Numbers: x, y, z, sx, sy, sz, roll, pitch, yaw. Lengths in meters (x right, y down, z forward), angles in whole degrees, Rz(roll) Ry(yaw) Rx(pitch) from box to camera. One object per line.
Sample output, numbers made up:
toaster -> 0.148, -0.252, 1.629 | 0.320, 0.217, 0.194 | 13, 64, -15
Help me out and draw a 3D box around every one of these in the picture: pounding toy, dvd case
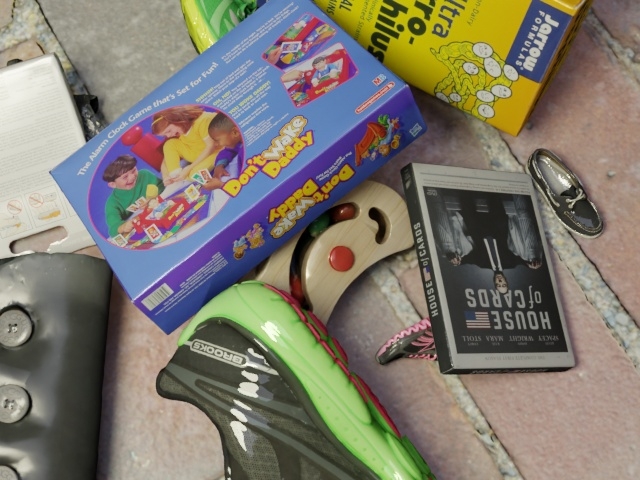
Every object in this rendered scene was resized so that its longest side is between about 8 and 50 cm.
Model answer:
pounding toy -> 0.000, 0.000, 1.233 | 0.154, 0.155, 0.269 | 27, 80, -21
dvd case -> 0.187, 0.031, 1.200 | 0.179, 0.029, 0.238 | 3, 66, -32

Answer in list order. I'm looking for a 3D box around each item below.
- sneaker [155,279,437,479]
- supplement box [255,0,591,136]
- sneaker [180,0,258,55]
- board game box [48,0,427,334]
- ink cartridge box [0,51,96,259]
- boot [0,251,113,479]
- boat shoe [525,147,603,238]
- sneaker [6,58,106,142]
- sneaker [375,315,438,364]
sneaker -> 0.011, 0.271, 1.073 | 0.202, 0.185, 0.482 | -36, 83, 5
supplement box -> 0.134, -0.315, 1.250 | 0.357, 0.194, 0.195 | 28, 49, 10
sneaker -> -0.115, -0.319, 1.325 | 0.124, 0.109, 0.295 | -12, 70, -1
board game box -> -0.094, -0.096, 1.150 | 0.347, 0.078, 0.233 | -38, 52, -3
ink cartridge box -> -0.356, -0.085, 1.247 | 0.181, 0.056, 0.224 | -18, 106, -4
boot -> -0.244, 0.230, 1.119 | 0.367, 0.146, 0.445 | -2, 66, -3
boat shoe -> 0.292, -0.057, 1.271 | 0.046, 0.038, 0.125 | -30, 73, -11
sneaker -> -0.308, -0.158, 1.297 | 0.089, 0.051, 0.170 | -25, 78, -6
sneaker -> 0.120, 0.118, 1.207 | 0.119, 0.047, 0.057 | -26, 84, -8
